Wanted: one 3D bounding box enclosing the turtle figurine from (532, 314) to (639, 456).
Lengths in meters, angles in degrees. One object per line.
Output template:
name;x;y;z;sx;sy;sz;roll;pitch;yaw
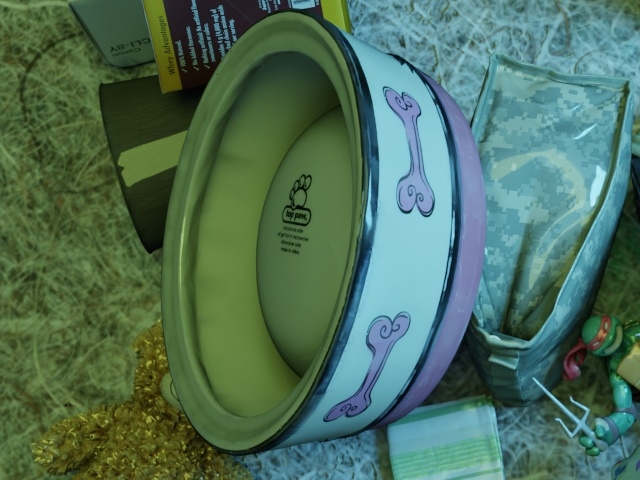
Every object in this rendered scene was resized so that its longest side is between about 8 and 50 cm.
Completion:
turtle figurine;0.322;0.127;1.545;0.234;0.118;0.175;28;113;-12

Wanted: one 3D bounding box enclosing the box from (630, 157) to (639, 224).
box;0.455;-0.020;1.514;0.307;0.076;0.242;-9;24;7

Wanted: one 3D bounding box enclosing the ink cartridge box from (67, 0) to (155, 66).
ink cartridge box;-0.156;-0.424;1.873;0.279;0.160;0.385;-14;67;7

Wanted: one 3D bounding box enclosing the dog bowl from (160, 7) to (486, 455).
dog bowl;0.000;0.000;1.531;0.150;0.408;0.408;9;66;-27

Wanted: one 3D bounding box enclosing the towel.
towel;0.129;0.236;1.641;0.113;0.023;0.152;-13;70;11

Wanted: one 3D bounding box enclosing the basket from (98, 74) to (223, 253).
basket;-0.101;-0.112;1.755;0.227;0.154;0.204;-18;58;2

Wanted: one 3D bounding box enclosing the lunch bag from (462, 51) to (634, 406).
lunch bag;0.196;0.005;1.591;0.169;0.235;0.287;12;73;12

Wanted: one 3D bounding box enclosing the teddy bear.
teddy bear;-0.175;0.243;1.658;0.338;0.113;0.245;-45;69;-5

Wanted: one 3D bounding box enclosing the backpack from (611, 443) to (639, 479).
backpack;0.374;0.241;1.409;0.191;0.225;0.253;-57;24;18

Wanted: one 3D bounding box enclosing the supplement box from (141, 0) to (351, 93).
supplement box;-0.079;-0.269;1.666;0.194;0.129;0.191;-9;110;5

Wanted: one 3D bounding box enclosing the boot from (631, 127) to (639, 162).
boot;0.429;-0.097;1.663;0.213;0.077;0.165;32;80;26
